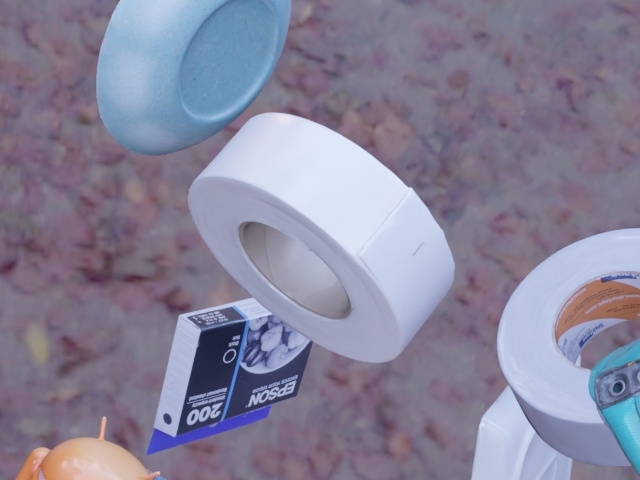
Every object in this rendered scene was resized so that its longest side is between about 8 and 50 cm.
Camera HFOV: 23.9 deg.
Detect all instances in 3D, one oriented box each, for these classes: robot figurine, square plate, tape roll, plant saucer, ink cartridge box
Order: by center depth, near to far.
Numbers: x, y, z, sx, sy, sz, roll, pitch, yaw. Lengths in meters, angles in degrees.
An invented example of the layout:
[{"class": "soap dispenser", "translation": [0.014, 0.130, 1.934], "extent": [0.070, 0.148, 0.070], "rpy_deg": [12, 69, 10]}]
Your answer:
[{"class": "plant saucer", "translation": [-0.079, -0.141, 1.108], "extent": [0.037, 0.195, 0.195], "rpy_deg": [35, 52, 29]}, {"class": "tape roll", "translation": [0.273, 0.094, 1.362], "extent": [0.219, 0.072, 0.219], "rpy_deg": [-15, 43, 15]}, {"class": "robot figurine", "translation": [-0.239, 0.283, 1.451], "extent": [0.128, 0.219, 0.158], "rpy_deg": [32, 9, -17]}, {"class": "tape roll", "translation": [0.000, 0.000, 1.594], "extent": [0.286, 0.286, 0.100], "rpy_deg": [35, 66, 13]}, {"class": "square plate", "translation": [0.245, 0.314, 1.819], "extent": [0.049, 0.347, 0.344], "rpy_deg": [12, 20, 22]}, {"class": "ink cartridge box", "translation": [-0.102, 0.165, 1.826], "extent": [0.206, 0.208, 0.045], "rpy_deg": [-13, 40, -43]}]

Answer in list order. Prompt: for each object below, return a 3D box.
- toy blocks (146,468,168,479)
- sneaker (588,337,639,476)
[{"class": "toy blocks", "translation": [-0.196, 0.374, 1.654], "extent": [0.381, 0.190, 0.261], "rpy_deg": [29, 82, -15]}, {"class": "sneaker", "translation": [0.219, 0.030, 0.771], "extent": [0.123, 0.178, 0.296], "rpy_deg": [2, 78, -43]}]
